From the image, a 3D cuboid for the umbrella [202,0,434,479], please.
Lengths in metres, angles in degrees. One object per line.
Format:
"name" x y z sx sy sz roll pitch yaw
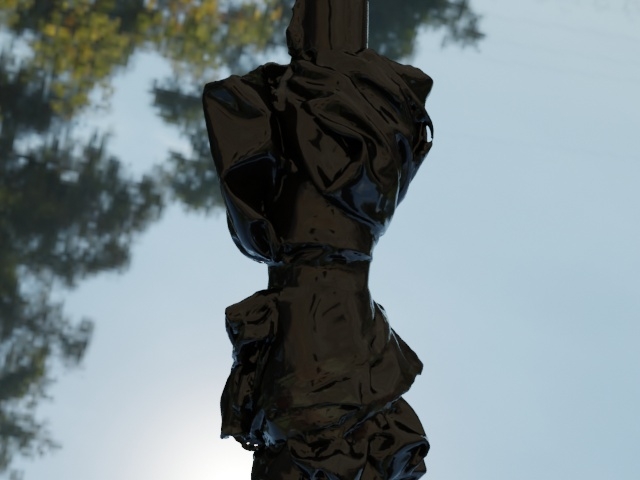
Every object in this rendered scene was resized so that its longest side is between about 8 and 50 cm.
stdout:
"umbrella" -0.001 0.001 0.713 0.122 0.273 0.110 1 179 1
